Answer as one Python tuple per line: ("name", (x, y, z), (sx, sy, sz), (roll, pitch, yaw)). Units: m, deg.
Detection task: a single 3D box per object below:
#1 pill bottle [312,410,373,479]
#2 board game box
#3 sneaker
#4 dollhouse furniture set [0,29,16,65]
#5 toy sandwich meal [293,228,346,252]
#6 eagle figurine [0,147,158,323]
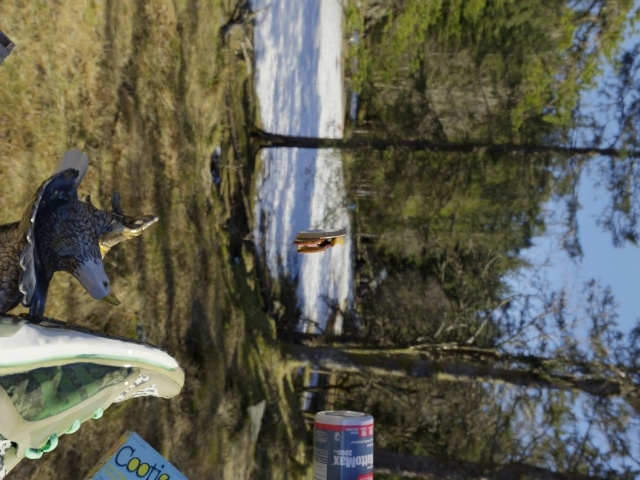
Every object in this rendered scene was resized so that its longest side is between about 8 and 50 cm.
("pill bottle", (0.040, 0.400, 0.942), (0.108, 0.107, 0.180), (54, 36, -76))
("board game box", (-0.364, 0.473, 0.879), (0.275, 0.144, 0.142), (-49, -173, -28))
("sneaker", (-0.324, 0.176, 0.585), (0.410, 0.158, 0.182), (31, 69, -56))
("dollhouse furniture set", (-0.721, -0.349, 0.867), (0.303, 0.198, 0.286), (50, 7, -36))
("toy sandwich meal", (0.000, 0.000, 0.809), (0.085, 0.085, 0.029), (-34, 121, -78))
("eagle figurine", (-0.352, 0.011, 0.690), (0.298, 0.225, 0.227), (-29, 135, -66))
